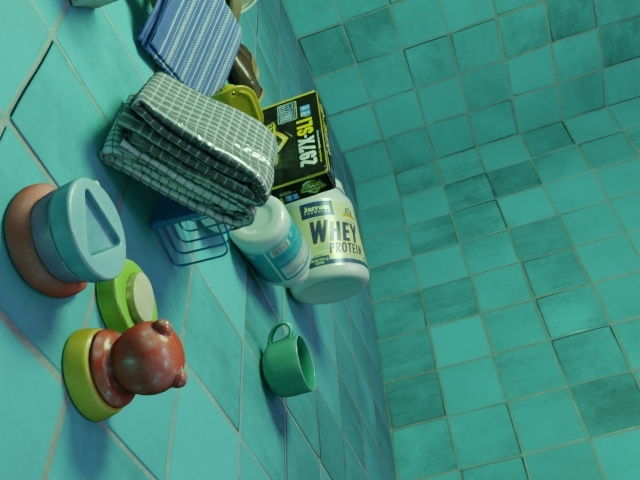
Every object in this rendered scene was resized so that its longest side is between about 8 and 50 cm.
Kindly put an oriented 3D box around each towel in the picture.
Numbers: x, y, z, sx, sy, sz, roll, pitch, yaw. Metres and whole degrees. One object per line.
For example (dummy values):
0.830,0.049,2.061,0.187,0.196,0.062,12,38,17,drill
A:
-0.277,-0.450,1.635,0.336,0.040,0.243,50,59,-68,towel
-0.210,-0.169,1.269,0.283,0.121,0.235,29,27,-16,towel

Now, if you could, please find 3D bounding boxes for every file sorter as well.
-0.227,-0.046,1.364,0.170,0.118,0.105,-91,165,-57,file sorter

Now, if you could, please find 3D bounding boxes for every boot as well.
-0.251,-0.498,2.118,0.207,0.090,0.248,50,24,-37,boot

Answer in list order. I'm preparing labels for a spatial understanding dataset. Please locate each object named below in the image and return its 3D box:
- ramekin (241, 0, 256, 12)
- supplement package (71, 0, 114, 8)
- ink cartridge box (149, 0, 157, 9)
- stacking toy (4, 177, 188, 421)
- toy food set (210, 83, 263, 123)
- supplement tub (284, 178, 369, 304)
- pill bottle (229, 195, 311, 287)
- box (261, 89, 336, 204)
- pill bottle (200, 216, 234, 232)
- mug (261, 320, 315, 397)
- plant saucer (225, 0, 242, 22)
-0.265,-0.733,2.028,0.109,0.207,0.207,-110,176,-55,ramekin
-0.340,-0.473,1.249,0.105,0.179,0.105,-73,145,-72,supplement package
-0.394,-0.599,1.517,0.171,0.056,0.235,-90,165,-57,ink cartridge box
-0.261,0.046,0.989,0.279,0.130,0.309,-74,147,-71,stacking toy
-0.211,-0.300,1.800,0.071,0.128,0.218,48,-15,36,toy food set
0.000,0.000,2.159,0.235,0.235,0.325,52,23,-64,supplement tub
-0.111,0.015,1.792,0.264,0.146,0.146,60,16,-54,pill bottle
-0.104,-0.227,1.905,0.079,0.257,0.322,64,15,-46,box
-0.205,-0.060,1.579,0.152,0.086,0.086,-28,101,-79,pill bottle
-0.079,0.278,1.680,0.129,0.097,0.158,59,17,-53,mug
-0.251,-0.613,1.879,0.278,0.041,0.278,-179,-90,-65,plant saucer
